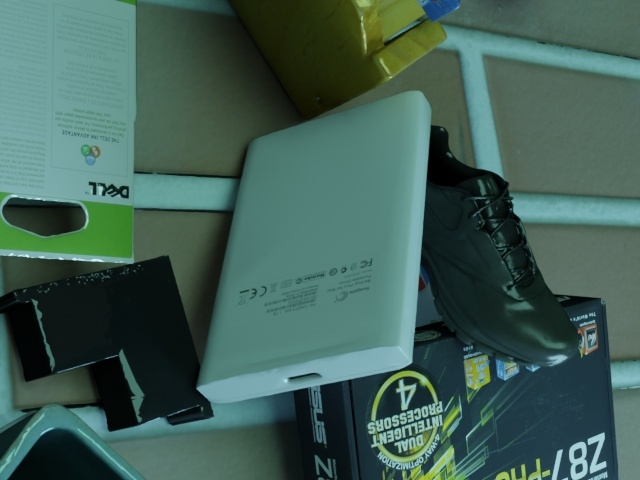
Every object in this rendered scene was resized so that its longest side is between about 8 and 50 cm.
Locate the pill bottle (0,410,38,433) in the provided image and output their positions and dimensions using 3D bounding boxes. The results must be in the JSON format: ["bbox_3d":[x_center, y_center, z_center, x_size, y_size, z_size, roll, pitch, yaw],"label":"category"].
[{"bbox_3d":[-0.236,0.209,0.967,0.065,0.065,0.116,-35,99,-39],"label":"pill bottle"}]

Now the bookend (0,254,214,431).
[{"bbox_3d":[-0.196,0.108,1.023,0.156,0.072,0.157,-15,86,-39],"label":"bookend"}]

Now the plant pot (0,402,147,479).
[{"bbox_3d":[-0.228,0.298,0.826,0.248,0.252,0.247,46,54,-18],"label":"plant pot"}]

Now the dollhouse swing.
[{"bbox_3d":[0.036,-0.362,1.220,0.305,0.315,0.347,-35,98,-21],"label":"dollhouse swing"}]

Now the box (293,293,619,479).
[{"bbox_3d":[0.159,0.242,1.207,0.395,0.097,0.318,-8,97,-39],"label":"box"}]

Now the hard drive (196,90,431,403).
[{"bbox_3d":[0.000,0.000,1.081,0.040,0.203,0.307,52,34,-40],"label":"hard drive"}]

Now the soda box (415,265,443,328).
[{"bbox_3d":[0.073,0.004,1.264,0.074,0.069,0.216,-4,80,-38],"label":"soda box"}]

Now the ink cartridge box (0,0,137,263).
[{"bbox_3d":[-0.264,-0.108,1.004,0.189,0.097,0.255,6,81,-43],"label":"ink cartridge box"}]

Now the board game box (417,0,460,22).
[{"bbox_3d":[0.071,-0.323,1.114,0.201,0.035,0.136,53,22,-21],"label":"board game box"}]

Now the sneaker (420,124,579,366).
[{"bbox_3d":[0.157,0.004,1.141,0.286,0.130,0.109,47,42,16],"label":"sneaker"}]
